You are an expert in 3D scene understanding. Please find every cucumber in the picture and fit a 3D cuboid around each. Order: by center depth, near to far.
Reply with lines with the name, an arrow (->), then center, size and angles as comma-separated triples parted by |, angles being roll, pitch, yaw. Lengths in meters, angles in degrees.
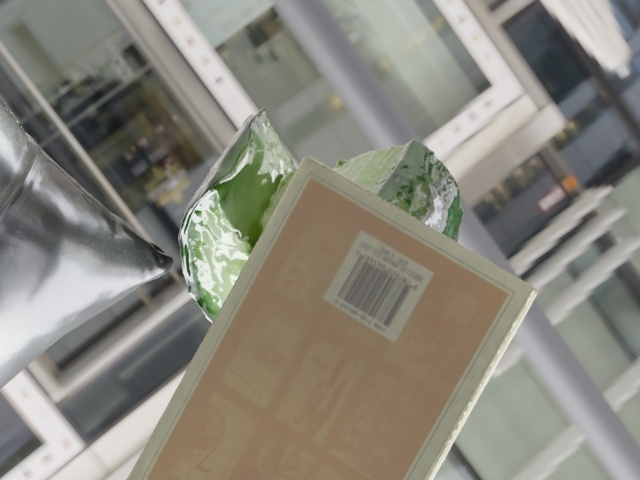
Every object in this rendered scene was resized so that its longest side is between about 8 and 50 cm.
cucumber -> 0.005, 0.007, 1.018 | 0.191, 0.191, 0.130 | -27, -152, 44

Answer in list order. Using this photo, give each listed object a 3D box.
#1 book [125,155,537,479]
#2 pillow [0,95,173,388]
book -> 0.003, 0.093, 0.851 | 0.242, 0.170, 0.018 | -61, 162, 7
pillow -> -0.233, -0.007, 0.898 | 0.186, 0.250, 0.106 | -37, -144, 4
